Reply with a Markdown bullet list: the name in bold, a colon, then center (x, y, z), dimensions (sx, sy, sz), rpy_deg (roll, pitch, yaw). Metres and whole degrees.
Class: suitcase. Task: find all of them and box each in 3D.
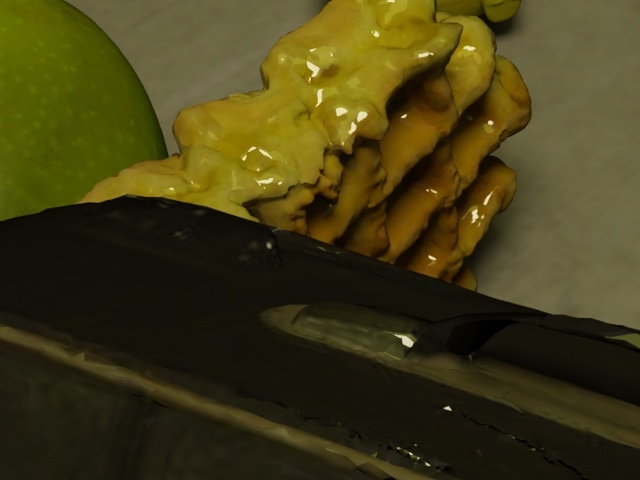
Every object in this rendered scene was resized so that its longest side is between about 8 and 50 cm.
- **suitcase**: center (0.049, 0.153, 0.424), dimensions (0.434, 0.283, 0.194), rpy_deg (17, 15, 22)

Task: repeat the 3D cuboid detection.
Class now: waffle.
- **waffle**: center (0.000, 0.000, 0.652), dimensions (0.055, 0.160, 0.211), rpy_deg (31, 60, 28)

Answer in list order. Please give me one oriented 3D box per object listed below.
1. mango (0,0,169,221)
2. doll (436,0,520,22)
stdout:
- **mango**: center (-0.153, 0.036, 0.660), dimensions (0.175, 0.143, 0.293), rpy_deg (7, 58, 23)
- **doll**: center (0.035, -0.152, 0.847), dimensions (0.106, 0.062, 0.162), rpy_deg (-13, 49, -10)
